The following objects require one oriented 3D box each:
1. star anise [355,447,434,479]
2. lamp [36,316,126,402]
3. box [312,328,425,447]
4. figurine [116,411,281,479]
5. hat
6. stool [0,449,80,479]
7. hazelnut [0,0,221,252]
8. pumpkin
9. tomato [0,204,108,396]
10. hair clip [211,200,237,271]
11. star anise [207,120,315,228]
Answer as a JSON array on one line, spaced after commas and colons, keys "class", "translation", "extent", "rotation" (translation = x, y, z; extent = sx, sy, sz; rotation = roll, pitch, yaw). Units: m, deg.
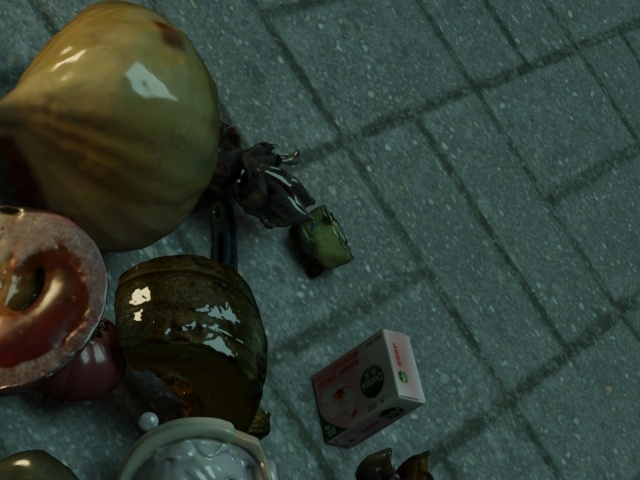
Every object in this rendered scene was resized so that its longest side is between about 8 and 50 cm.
[{"class": "star anise", "translation": [0.081, 0.332, 1.837], "extent": [0.220, 0.099, 0.214], "rotation": [-1, 76, -56]}, {"class": "lamp", "translation": [-0.238, 0.109, 1.639], "extent": [0.107, 0.092, 0.107], "rotation": [15, 24, -7]}, {"class": "box", "translation": [0.052, 0.166, 1.910], "extent": [0.043, 0.125, 0.089], "rotation": [17, 48, -41]}, {"class": "figurine", "translation": [-0.103, 0.267, 1.612], "extent": [0.236, 0.162, 0.141], "rotation": [61, 6, -14]}, {"class": "hat", "translation": [0.000, 0.000, 2.051], "extent": [0.076, 0.059, 0.077], "rotation": [-98, 163, -89]}, {"class": "stool", "translation": [-0.262, 0.351, 1.217], "extent": [0.226, 0.310, 0.310], "rotation": [-23, 78, -51]}, {"class": "hazelnut", "translation": [-0.218, -0.122, 1.736], "extent": [0.241, 0.261, 0.261], "rotation": [13, 49, -24]}, {"class": "pumpkin", "translation": [-0.102, 0.133, 1.687], "extent": [0.131, 0.126, 0.248], "rotation": [-102, 170, -51]}, {"class": "tomato", "translation": [-0.306, 0.068, 1.553], "extent": [0.228, 0.112, 0.199], "rotation": [14, 61, 6]}, {"class": "hair clip", "translation": [-0.122, 0.053, 1.880], "extent": [0.083, 0.048, 0.275], "rotation": [38, 32, -18]}, {"class": "star anise", "translation": [-0.095, -0.082, 1.960], "extent": [0.230, 0.081, 0.262], "rotation": [32, 9, 15]}]
